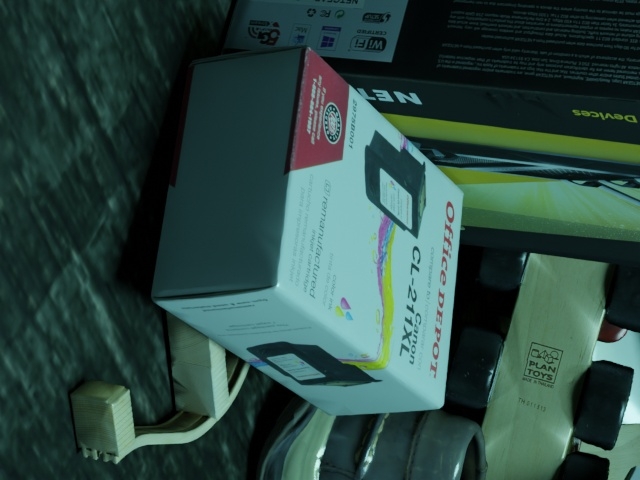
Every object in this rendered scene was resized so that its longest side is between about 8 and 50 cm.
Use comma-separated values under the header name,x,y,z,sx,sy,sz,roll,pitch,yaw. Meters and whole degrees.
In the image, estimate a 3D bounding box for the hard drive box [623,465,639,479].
name,x,y,z,sx,sy,sz,roll,pitch,yaw
hard drive box,0.172,0.289,1.251,0.181,0.089,0.232,-52,163,-47

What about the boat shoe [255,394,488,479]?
name,x,y,z,sx,sy,sz,roll,pitch,yaw
boat shoe,0.057,0.232,1.163,0.132,0.130,0.355,-58,146,-41

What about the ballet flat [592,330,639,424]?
name,x,y,z,sx,sy,sz,roll,pitch,yaw
ballet flat,0.278,0.229,1.635,0.139,0.139,0.400,-41,133,-55

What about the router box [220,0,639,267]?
name,x,y,z,sx,sy,sz,roll,pitch,yaw
router box,0.136,-0.063,1.038,0.243,0.308,0.081,44,58,-59

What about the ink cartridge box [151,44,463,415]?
name,x,y,z,sx,sy,sz,roll,pitch,yaw
ink cartridge box,0.000,0.000,0.988,0.175,0.072,0.127,37,53,-52

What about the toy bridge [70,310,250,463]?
name,x,y,z,sx,sy,sz,roll,pitch,yaw
toy bridge,-0.061,0.060,0.986,0.188,0.026,0.063,-44,135,-53

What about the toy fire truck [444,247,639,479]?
name,x,y,z,sx,sy,sz,roll,pitch,yaw
toy fire truck,0.172,0.099,1.388,0.246,0.158,0.217,45,60,-84
